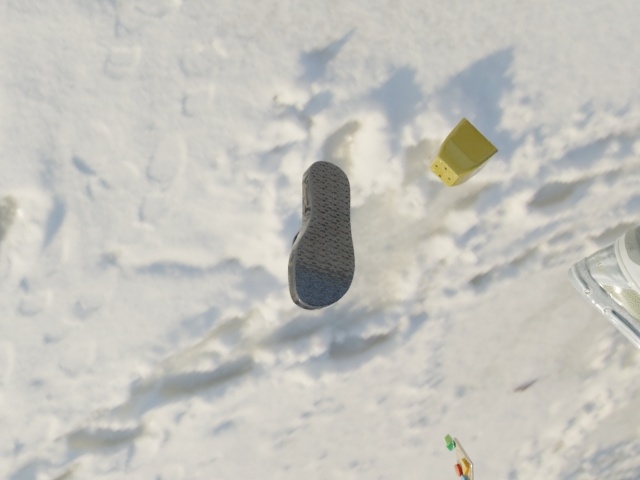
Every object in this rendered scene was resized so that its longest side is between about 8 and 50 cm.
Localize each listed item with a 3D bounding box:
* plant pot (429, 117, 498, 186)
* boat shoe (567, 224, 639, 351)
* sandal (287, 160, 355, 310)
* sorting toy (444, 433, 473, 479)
[{"bbox_3d":[0.229,-0.137,1.827,0.083,0.081,0.081,-43,174,-25],"label":"plant pot"},{"bbox_3d":[0.411,0.124,1.253,0.103,0.320,0.118,-31,-158,31],"label":"boat shoe"},{"bbox_3d":[0.001,0.000,1.575,0.097,0.254,0.054,26,138,-20],"label":"sandal"},{"bbox_3d":[0.176,0.282,1.391,0.012,0.083,0.062,-13,115,-9],"label":"sorting toy"}]
